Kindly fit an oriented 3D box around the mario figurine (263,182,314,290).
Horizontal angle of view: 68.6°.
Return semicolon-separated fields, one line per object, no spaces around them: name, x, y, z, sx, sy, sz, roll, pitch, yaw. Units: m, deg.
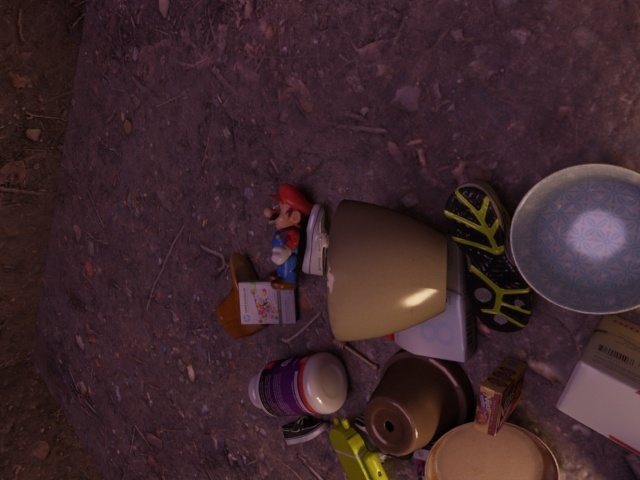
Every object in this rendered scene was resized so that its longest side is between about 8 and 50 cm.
mario figurine;-0.131;-0.017;1.446;0.198;0.170;0.321;13;100;41

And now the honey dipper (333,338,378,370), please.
honey dipper;0.108;0.346;1.428;0.160;0.030;0.030;32;117;27

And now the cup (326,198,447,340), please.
cup;0.166;0.070;1.071;0.237;0.331;0.331;1;100;16

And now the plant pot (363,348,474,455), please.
plant pot;0.233;0.430;1.219;0.263;0.229;0.263;7;102;37

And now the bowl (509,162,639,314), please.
bowl;0.547;-0.010;0.932;0.289;0.156;0.289;8;103;37

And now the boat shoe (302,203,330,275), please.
boat shoe;0.000;0.000;1.428;0.075;0.083;0.226;13;114;12

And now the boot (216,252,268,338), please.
boot;-0.312;0.208;1.685;0.211;0.104;0.295;-23;88;38

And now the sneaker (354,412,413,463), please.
sneaker;0.194;0.606;1.370;0.228;0.086;0.132;13;117;58

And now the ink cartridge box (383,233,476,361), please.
ink cartridge box;0.214;0.140;1.267;0.385;0.091;0.308;0;98;37

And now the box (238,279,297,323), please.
box;-0.174;0.203;1.561;0.186;0.038;0.145;-1;99;7

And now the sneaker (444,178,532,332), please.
sneaker;0.405;0.035;1.076;0.145;0.147;0.385;-5;113;36

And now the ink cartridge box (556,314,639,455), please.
ink cartridge box;0.590;0.266;0.879;0.197;0.273;0.114;28;118;31

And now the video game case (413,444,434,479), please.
video game case;0.368;0.679;1.278;0.210;0.042;0.232;-8;93;39

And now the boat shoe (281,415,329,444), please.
boat shoe;-0.059;0.634;1.584;0.219;0.078;0.070;-35;78;39

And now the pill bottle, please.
pill bottle;-0.082;0.465;1.503;0.323;0.181;0.181;-20;86;39

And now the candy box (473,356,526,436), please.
candy box;0.417;0.355;1.085;0.053;0.186;0.109;14;107;35

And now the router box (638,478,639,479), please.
router box;0.634;0.505;0.865;0.081;0.309;0.243;32;117;33

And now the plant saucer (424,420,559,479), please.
plant saucer;0.412;0.563;1.149;0.310;0.050;0.311;2;105;8

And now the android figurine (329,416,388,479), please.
android figurine;0.110;0.663;1.414;0.273;0.056;0.248;65;155;7
